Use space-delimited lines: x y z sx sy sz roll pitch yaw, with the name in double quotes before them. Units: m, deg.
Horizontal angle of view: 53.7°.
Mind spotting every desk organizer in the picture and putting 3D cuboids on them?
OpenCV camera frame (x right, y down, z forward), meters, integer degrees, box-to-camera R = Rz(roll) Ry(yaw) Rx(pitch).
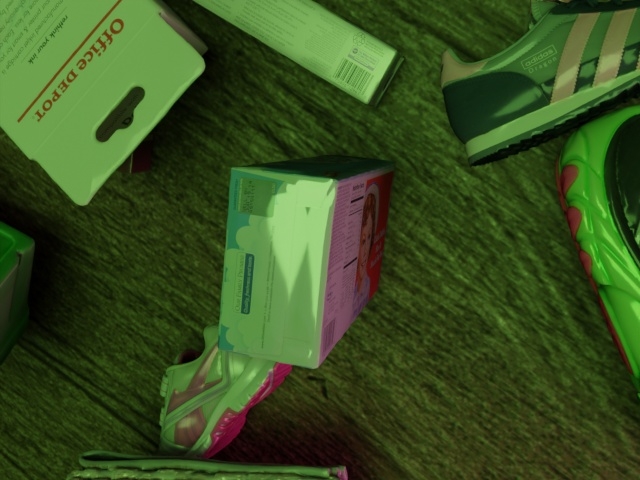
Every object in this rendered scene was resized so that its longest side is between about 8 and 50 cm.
"desk organizer" -0.274 -0.121 0.776 0.130 0.047 0.050 14 105 13

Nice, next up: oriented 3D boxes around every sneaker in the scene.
"sneaker" 0.262 -0.191 0.583 0.319 0.112 0.131 -25 83 13
"sneaker" -0.144 0.193 0.772 0.111 0.103 0.252 44 106 14
"sneaker" 0.379 0.098 0.559 0.202 0.185 0.482 -23 94 22

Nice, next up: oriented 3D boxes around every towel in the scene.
"towel" -0.095 0.366 0.747 0.332 0.053 0.316 -3 124 16

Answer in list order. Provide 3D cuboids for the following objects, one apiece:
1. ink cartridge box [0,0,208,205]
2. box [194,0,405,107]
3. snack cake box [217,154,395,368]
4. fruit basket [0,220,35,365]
"ink cartridge box" -0.276 -0.218 0.690 0.207 0.119 0.353 -45 78 9
"box" -0.062 -0.252 0.685 0.324 0.063 0.067 32 105 8
"snack cake box" 0.000 0.000 0.604 0.089 0.264 0.152 8 101 15
"fruit basket" -0.564 0.082 0.756 0.393 0.282 0.391 1 122 2
